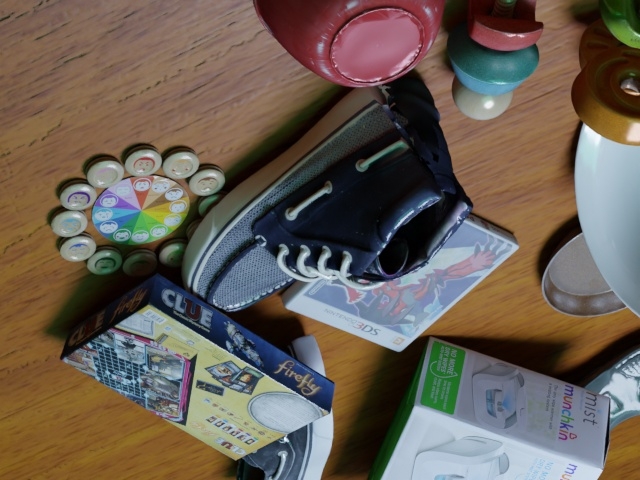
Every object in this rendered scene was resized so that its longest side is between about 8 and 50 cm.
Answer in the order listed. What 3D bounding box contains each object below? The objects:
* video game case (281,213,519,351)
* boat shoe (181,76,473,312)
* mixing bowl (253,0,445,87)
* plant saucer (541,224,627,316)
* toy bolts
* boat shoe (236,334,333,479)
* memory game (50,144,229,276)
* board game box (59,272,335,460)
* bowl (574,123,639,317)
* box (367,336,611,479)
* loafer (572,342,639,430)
[{"bbox_3d":[0.088,0.034,1.812,0.183,0.023,0.201,23,125,-38],"label":"video game case"},{"bbox_3d":[0.000,0.000,1.628,0.127,0.158,0.340,15,130,-44],"label":"boat shoe"},{"bbox_3d":[0.039,-0.203,1.475,0.181,0.098,0.181,-11,140,-9],"label":"mixing bowl"},{"bbox_3d":[0.328,0.022,1.883,0.168,0.029,0.168,-10,139,-9],"label":"plant saucer"},{"bbox_3d":[0.227,-0.145,1.544,0.228,0.218,0.158,10,142,0],"label":"toy bolts"},{"bbox_3d":[-0.052,0.219,1.911,0.102,0.108,0.301,-8,145,-14],"label":"boat shoe"},{"bbox_3d":[-0.177,-0.026,1.656,0.186,0.012,0.186,-10,139,-9],"label":"memory game"},{"bbox_3d":[-0.129,0.139,1.754,0.243,0.042,0.165,34,136,-27],"label":"board game box"},{"bbox_3d":[0.408,-0.055,1.666,0.134,0.298,0.298,-12,143,-37],"label":"bowl"},{"bbox_3d":[0.191,0.271,1.977,0.231,0.127,0.262,20,132,-1],"label":"box"},{"bbox_3d":[0.374,0.176,2.050,0.267,0.084,0.096,-29,107,7],"label":"loafer"}]
